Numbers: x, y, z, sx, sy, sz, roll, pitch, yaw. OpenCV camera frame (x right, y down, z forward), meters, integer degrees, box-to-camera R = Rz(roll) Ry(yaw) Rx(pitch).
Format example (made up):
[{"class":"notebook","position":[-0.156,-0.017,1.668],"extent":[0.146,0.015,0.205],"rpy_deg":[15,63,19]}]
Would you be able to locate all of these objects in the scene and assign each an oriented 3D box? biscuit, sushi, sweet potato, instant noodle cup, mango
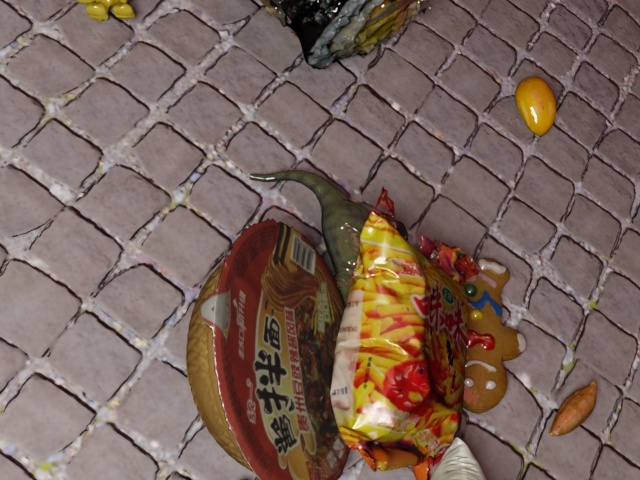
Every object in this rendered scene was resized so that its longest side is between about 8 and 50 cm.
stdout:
[{"class":"biscuit","position":[0.184,0.105,1.128],"extent":[0.138,0.031,0.204],"rpy_deg":[13,59,-19]},{"class":"sushi","position":[0.021,-0.358,1.207],"extent":[0.218,0.225,0.238],"rpy_deg":[54,21,21]},{"class":"sweet potato","position":[0.301,0.204,1.124],"extent":[0.095,0.034,0.034],"rpy_deg":[-38,83,-25]},{"class":"instant noodle cup","position":[-0.061,0.119,0.930],"extent":[0.274,0.091,0.273],"rpy_deg":[33,51,-53]},{"class":"mango","position":[0.307,-0.190,1.347],"extent":[0.060,0.046,0.089],"rpy_deg":[3,74,-22]}]

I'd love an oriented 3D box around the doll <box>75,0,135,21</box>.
[{"class":"doll","position":[-0.256,-0.359,1.157],"extent":[0.145,0.096,0.188],"rpy_deg":[22,82,17]}]

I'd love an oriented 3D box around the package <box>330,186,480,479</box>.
[{"class":"package","position":[0.083,0.115,0.976],"extent":[0.223,0.109,0.288],"rpy_deg":[42,49,-53]}]

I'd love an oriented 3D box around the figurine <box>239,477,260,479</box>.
[{"class":"figurine","position":[-0.045,0.265,0.903],"extent":[0.067,0.071,0.083],"rpy_deg":[33,48,-60]}]

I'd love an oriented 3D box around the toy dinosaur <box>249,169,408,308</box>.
[{"class":"toy dinosaur","position":[0.000,0.000,1.065],"extent":[0.179,0.087,0.187],"rpy_deg":[21,54,-15]}]

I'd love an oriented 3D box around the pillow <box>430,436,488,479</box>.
[{"class":"pillow","position":[0.137,0.303,0.861],"extent":[0.078,0.254,0.144],"rpy_deg":[-8,105,4]}]
